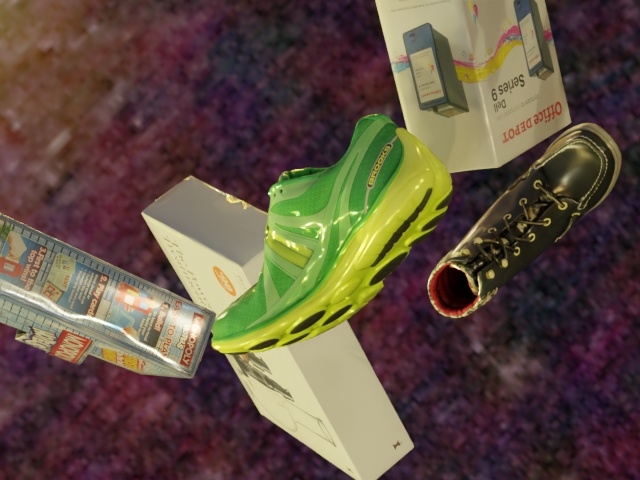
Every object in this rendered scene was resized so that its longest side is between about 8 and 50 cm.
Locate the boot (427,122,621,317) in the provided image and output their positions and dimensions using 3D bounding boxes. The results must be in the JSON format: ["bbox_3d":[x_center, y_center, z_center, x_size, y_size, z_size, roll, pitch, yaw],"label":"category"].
[{"bbox_3d":[0.223,-0.016,1.716,0.178,0.085,0.236,-41,-6,-38],"label":"boot"}]

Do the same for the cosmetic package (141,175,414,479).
[{"bbox_3d":[-0.057,0.115,2.036,0.097,0.377,0.284,-39,31,-19],"label":"cosmetic package"}]

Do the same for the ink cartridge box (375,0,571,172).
[{"bbox_3d":[0.138,-0.181,1.425,0.093,0.212,0.154,-3,17,37],"label":"ink cartridge box"}]

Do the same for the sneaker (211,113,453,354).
[{"bbox_3d":[0.000,0.000,1.396,0.295,0.109,0.123,-45,66,32],"label":"sneaker"}]

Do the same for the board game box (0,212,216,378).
[{"bbox_3d":[-0.190,0.058,1.234,0.194,0.194,0.060,136,155,-69],"label":"board game box"}]
